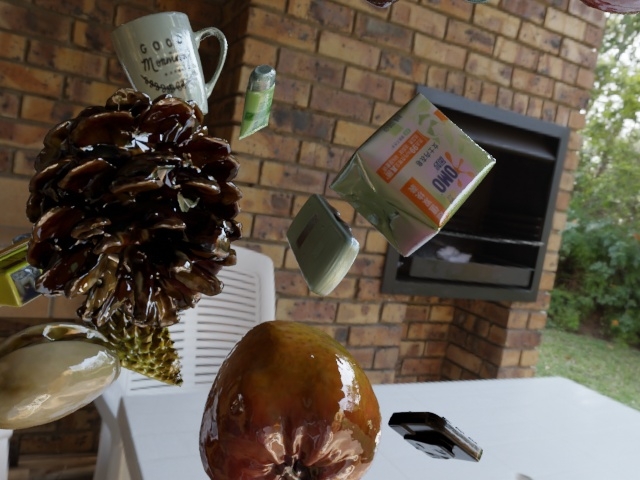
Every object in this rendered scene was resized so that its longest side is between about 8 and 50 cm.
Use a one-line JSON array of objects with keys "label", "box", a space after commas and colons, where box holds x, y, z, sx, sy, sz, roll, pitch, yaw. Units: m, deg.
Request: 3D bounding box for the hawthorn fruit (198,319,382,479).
[{"label": "hawthorn fruit", "box": [-0.078, 0.431, 1.292, 0.471, 0.472, 0.472, 9, 5, -1]}]

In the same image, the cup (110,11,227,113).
[{"label": "cup", "box": [-0.340, -0.417, 1.249, 0.258, 0.234, 0.186, -23, 14, -14]}]

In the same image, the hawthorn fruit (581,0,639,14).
[{"label": "hawthorn fruit", "box": [0.316, -0.387, 0.472, 0.275, 0.300, 0.275, 12, -11, 2]}]

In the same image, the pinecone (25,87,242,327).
[{"label": "pinecone", "box": [-0.218, -0.031, 0.642, 0.241, 0.296, 0.298, -2, -27, -5]}]

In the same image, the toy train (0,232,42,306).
[{"label": "toy train", "box": [-0.493, 0.047, 0.860, 0.127, 0.089, 0.219, 3, 25, 25]}]

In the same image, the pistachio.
[{"label": "pistachio", "box": [-0.293, 0.145, 0.547, 0.149, 0.113, 0.113, -4, 11, -30]}]

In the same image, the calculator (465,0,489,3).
[{"label": "calculator", "box": [0.301, -0.512, 0.995, 0.021, 0.095, 0.153, -20, 32, -15]}]

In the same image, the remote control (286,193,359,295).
[{"label": "remote control", "box": [0.000, 0.000, 1.094, 0.056, 0.140, 0.296, 27, 14, -24]}]

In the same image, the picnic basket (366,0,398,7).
[{"label": "picnic basket", "box": [0.053, -0.472, 0.761, 0.296, 0.129, 0.222, 34, 52, 5]}]

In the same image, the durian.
[{"label": "durian", "box": [-0.321, 0.165, 0.841, 0.252, 0.139, 0.144, 2, 29, 37]}]

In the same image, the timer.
[{"label": "timer", "box": [0.239, 0.426, 1.099, 0.144, 0.055, 0.187, 39, -28, -6]}]

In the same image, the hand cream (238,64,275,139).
[{"label": "hand cream", "box": [-0.138, -0.307, 1.141, 0.046, 0.175, 0.095, 38, 52, 17]}]

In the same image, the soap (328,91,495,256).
[{"label": "soap", "box": [0.153, -0.109, 0.854, 0.182, 0.199, 0.138, 44, -28, 2]}]
